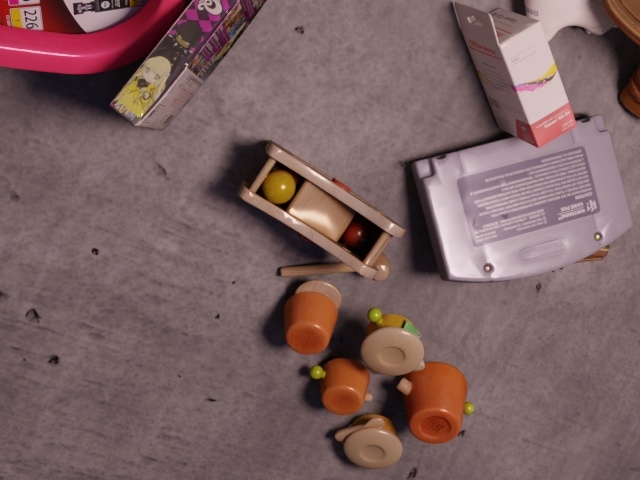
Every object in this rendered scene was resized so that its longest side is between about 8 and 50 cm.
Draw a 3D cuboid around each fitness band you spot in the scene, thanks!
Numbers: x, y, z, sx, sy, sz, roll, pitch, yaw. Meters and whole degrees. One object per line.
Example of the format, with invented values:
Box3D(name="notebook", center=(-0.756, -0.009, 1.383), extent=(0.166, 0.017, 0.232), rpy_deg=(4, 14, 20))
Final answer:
Box3D(name="fitness band", center=(-0.276, -0.261, 1.044), extent=(0.290, 0.054, 0.209), rpy_deg=(4, 137, -30))

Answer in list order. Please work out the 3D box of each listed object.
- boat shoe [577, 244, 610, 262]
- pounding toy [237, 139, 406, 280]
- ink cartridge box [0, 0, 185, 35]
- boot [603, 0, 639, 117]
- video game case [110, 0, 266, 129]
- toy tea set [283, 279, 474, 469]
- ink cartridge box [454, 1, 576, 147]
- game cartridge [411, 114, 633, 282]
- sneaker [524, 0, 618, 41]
Box3D(name="boat shoe", center=(0.337, 0.014, 1.551), extent=(0.178, 0.064, 0.060), rpy_deg=(4, 113, -16))
Box3D(name="pounding toy", center=(0.000, 0.000, 1.362), extent=(0.269, 0.154, 0.155), rpy_deg=(31, 96, -27))
Box3D(name="ink cartridge box", center=(-0.217, -0.378, 1.083), extent=(0.271, 0.130, 0.309), rpy_deg=(-13, 141, -17))
Box3D(name="boot", center=(0.465, -0.244, 1.433), extent=(0.283, 0.220, 0.109), rpy_deg=(21, 77, -10))
Box3D(name="video game case", center=(-0.140, -0.216, 1.188), extent=(0.042, 0.232, 0.210), rpy_deg=(39, 93, -4))
Box3D(name="toy tea set", center=(0.079, 0.171, 1.501), extent=(0.200, 0.124, 0.336), rpy_deg=(-18, 123, 18))
Box3D(name="ink cartridge box", center=(0.255, -0.232, 1.394), extent=(0.067, 0.115, 0.198), rpy_deg=(-31, 118, -7))
Box3D(name="game cartridge", center=(0.284, -0.049, 1.473), extent=(0.294, 0.060, 0.196), rpy_deg=(-15, 87, -15))
Box3D(name="sneaker", center=(0.398, -0.351, 1.429), extent=(0.297, 0.111, 0.129), rpy_deg=(-13, 129, -12))
